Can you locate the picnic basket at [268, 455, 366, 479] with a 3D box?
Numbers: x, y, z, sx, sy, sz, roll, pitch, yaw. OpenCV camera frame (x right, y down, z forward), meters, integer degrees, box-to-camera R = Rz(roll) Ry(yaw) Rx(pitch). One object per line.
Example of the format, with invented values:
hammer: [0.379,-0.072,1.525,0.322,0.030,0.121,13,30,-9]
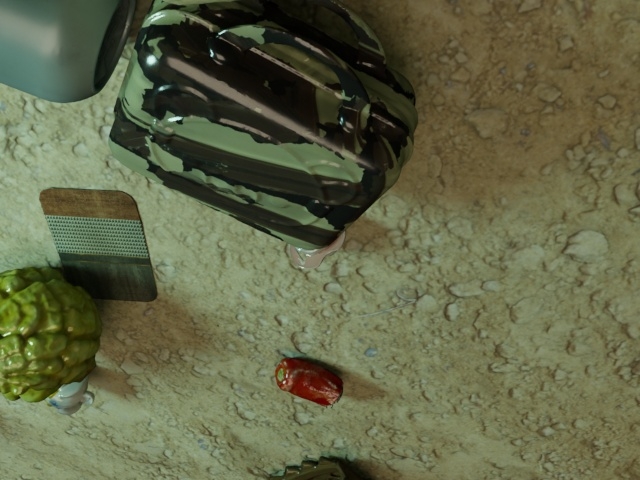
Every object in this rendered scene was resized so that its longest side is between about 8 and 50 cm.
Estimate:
picnic basket: [-0.035,0.589,1.460,0.254,0.291,0.321,-29,132,31]

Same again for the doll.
doll: [-0.620,0.236,1.410,0.384,0.099,0.188,22,130,-4]

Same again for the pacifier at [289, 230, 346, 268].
pacifier: [0.000,0.000,1.114,0.099,0.081,0.078,-40,150,12]

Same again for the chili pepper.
chili pepper: [-0.023,0.260,1.328,0.123,0.073,0.070,26,88,-14]

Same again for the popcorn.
popcorn: [-0.508,0.162,1.241,0.270,0.224,0.258,24,150,-21]

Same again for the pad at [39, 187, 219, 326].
pad: [-0.300,0.035,1.196,0.323,0.055,0.250,16,133,21]

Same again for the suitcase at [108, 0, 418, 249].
suitcase: [-0.057,-0.166,0.873,0.352,0.194,0.339,25,148,-14]

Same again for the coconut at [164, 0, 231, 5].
coconut: [-0.091,-0.379,0.621,0.360,0.346,0.346,-2,129,17]

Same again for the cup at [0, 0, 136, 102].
cup: [-0.389,-0.293,0.839,0.312,0.205,0.205,22,130,-9]
